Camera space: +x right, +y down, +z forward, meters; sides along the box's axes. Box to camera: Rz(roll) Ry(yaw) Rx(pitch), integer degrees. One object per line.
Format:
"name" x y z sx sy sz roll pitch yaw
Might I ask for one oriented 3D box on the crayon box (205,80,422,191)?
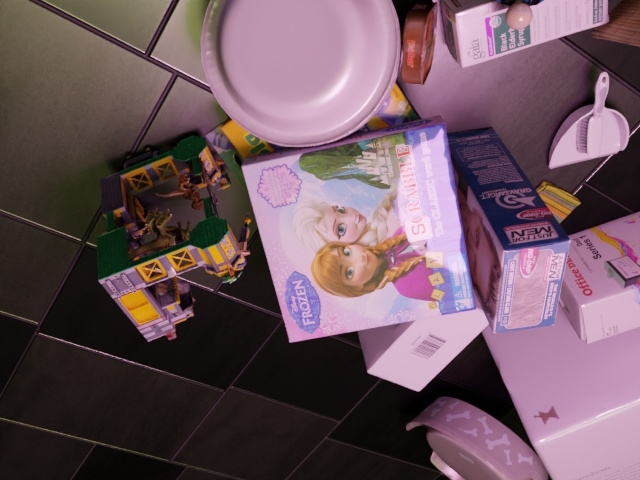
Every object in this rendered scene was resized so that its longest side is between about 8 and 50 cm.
"crayon box" -0.012 -0.172 1.134 0.323 0.083 0.203 -32 107 15

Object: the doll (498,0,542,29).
"doll" 0.281 -0.390 0.996 0.129 0.188 0.046 1 166 1

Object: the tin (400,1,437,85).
"tin" 0.150 -0.298 1.038 0.040 0.189 0.106 3 116 14

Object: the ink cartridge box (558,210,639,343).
"ink cartridge box" 0.615 0.061 1.379 0.278 0.201 0.117 -20 127 6

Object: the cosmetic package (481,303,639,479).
"cosmetic package" 0.608 0.351 1.518 0.328 0.329 0.393 -26 128 11

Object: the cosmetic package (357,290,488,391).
"cosmetic package" 0.185 0.126 1.340 0.138 0.224 0.224 25 119 -27

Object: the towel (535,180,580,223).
"towel" 0.416 -0.011 1.404 0.102 0.021 0.237 23 120 -23

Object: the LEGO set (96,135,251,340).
"LEGO set" -0.231 0.005 1.131 0.255 0.331 0.192 -27 136 -5

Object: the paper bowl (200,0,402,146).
"paper bowl" -0.029 -0.275 0.978 0.285 0.148 0.284 2 102 9

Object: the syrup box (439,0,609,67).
"syrup box" 0.313 -0.360 1.073 0.237 0.096 0.093 -17 128 2

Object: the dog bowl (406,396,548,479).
"dog bowl" 0.371 0.503 1.614 0.102 0.349 0.348 -49 130 -21

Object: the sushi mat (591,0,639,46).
"sushi mat" 0.482 -0.329 0.947 0.019 0.316 0.151 40 106 -12

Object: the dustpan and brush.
"dustpan and brush" 0.489 -0.215 1.235 0.148 0.060 0.211 -13 128 1

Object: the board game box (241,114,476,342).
"board game box" 0.067 -0.011 1.112 0.318 0.066 0.318 -12 109 8

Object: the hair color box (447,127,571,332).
"hair color box" 0.291 -0.029 1.162 0.105 0.347 0.173 -8 127 -3
